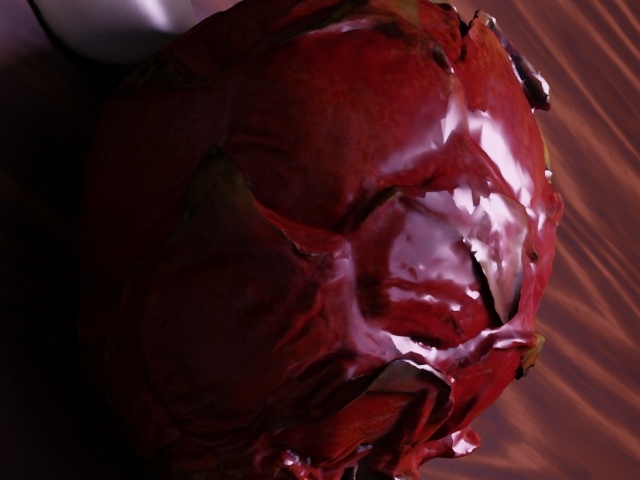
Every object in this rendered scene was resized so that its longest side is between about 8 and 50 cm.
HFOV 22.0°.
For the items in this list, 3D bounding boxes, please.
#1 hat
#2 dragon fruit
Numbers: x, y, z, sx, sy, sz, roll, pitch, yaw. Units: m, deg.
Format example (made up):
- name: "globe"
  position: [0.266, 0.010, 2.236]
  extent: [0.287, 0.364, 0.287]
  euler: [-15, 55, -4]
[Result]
- name: "hat"
  position: [-0.101, -0.207, 0.953]
  extent: [0.173, 0.144, 0.166]
  euler: [51, 40, -5]
- name: "dragon fruit"
  position: [0.000, 0.000, 0.922]
  extent: [0.277, 0.277, 0.342]
  euler: [27, 62, -52]
